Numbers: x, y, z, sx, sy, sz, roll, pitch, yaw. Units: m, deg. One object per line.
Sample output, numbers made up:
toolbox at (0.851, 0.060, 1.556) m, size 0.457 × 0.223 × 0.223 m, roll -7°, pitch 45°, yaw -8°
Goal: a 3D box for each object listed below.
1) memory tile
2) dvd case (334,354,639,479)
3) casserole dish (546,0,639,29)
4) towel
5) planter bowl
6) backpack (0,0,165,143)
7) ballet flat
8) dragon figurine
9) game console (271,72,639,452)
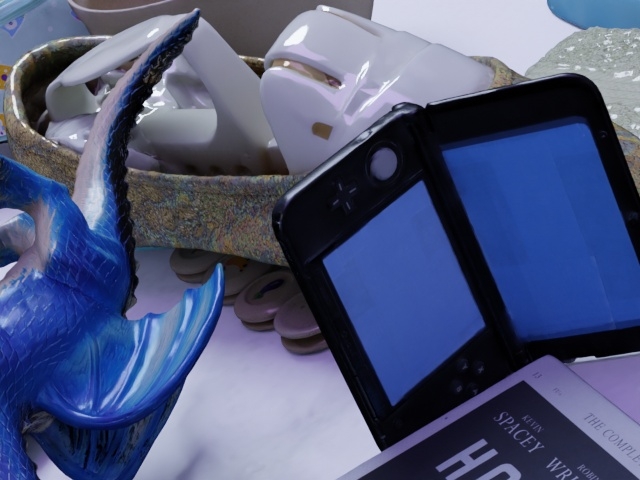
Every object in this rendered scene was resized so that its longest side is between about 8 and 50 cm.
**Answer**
memory tile at (0.000, 0.000, 0.897) m, size 0.113 × 0.012 × 0.148 m, roll -34°, pitch 29°, yaw -17°
dvd case at (0.021, 0.137, 0.623) m, size 0.238 × 0.030 × 0.179 m, roll -31°, pitch 28°, yaw -10°
casserole dish at (0.183, -0.142, 0.973) m, size 0.114 × 0.037 × 0.188 m, roll -30°, pitch 27°, yaw -11°
towel at (0.137, -0.060, 0.875) m, size 0.110 × 0.027 × 0.148 m, roll -40°, pitch 31°, yaw -28°
planter bowl at (-0.038, -0.117, 1.027) m, size 0.162 × 0.109 × 0.162 m, roll -20°, pitch 28°, yaw 11°
backpack at (-0.161, -0.142, 1.133) m, size 0.166 × 0.144 × 0.188 m, roll 1°, pitch 42°, yaw 48°
ballet flat at (-0.018, -0.049, 0.859) m, size 0.348 × 0.123 × 0.123 m, roll 4°, pitch 39°, yaw 43°
dragon figurine at (-0.090, 0.042, 0.760) m, size 0.144 × 0.085 × 0.289 m, roll 32°, pitch 52°, yaw 7°
game console at (0.059, 0.013, 0.706) m, size 0.107 × 0.122 × 0.071 m, roll -38°, pitch 30°, yaw -25°
